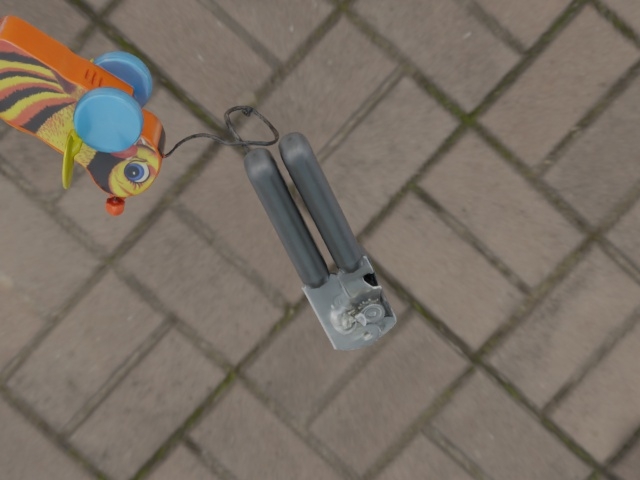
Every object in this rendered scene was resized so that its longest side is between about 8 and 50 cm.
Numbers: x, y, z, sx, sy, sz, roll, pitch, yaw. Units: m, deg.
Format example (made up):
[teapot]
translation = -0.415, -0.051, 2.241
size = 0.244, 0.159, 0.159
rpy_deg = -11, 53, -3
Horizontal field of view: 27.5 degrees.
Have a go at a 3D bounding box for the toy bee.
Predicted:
[toy bee]
translation = -0.224, -0.102, 1.362
size = 0.298, 0.195, 0.162
rpy_deg = 33, 122, 4

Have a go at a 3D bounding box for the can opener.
[can opener]
translation = 0.000, 0.000, 1.348
size = 0.076, 0.095, 0.283
rpy_deg = -24, 126, 4
